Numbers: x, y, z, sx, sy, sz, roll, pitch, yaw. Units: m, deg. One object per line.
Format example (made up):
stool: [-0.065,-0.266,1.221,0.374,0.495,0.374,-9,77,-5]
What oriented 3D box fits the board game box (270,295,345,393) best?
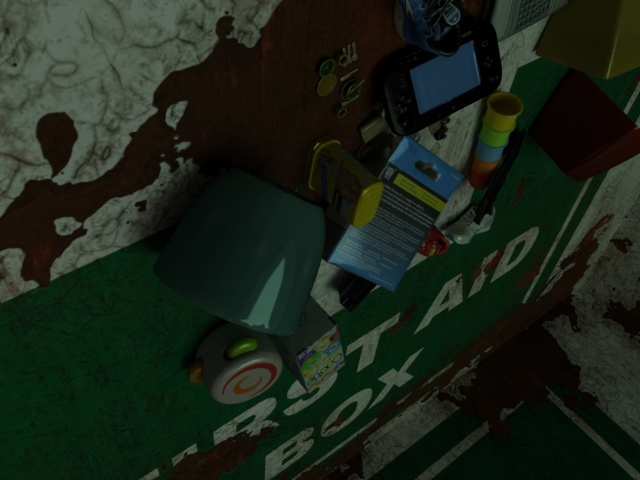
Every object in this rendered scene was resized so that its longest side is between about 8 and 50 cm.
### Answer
board game box: [-0.036,0.287,1.792,0.142,0.144,0.275,-36,150,-16]

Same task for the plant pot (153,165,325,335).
plant pot: [-0.125,0.003,1.193,0.293,0.293,0.235,16,101,-57]

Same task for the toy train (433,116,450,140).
toy train: [0.301,-0.307,1.579,0.036,0.027,0.158,-21,145,-17]

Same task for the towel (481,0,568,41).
towel: [0.487,-0.604,1.401,0.312,0.056,0.324,-30,147,-23]

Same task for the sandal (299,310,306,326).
sandal: [-0.099,0.118,1.558,0.086,0.120,0.303,-16,148,5]

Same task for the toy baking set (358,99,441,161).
toy baking set: [0.184,-0.271,1.477,0.256,0.030,0.197,-24,151,-23]

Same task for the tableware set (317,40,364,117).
tableware set: [0.040,-0.304,1.254,0.104,0.024,0.154,-35,150,-16]

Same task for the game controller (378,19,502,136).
game controller: [0.261,-0.350,1.377,0.319,0.067,0.166,-29,127,-20]

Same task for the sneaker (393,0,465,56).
sneaker: [0.192,-0.446,1.139,0.130,0.147,0.330,-46,150,3]

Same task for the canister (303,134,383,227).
canister: [0.047,-0.122,1.346,0.073,0.170,0.126,-24,145,-32]

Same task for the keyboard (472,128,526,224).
keyboard: [0.527,-0.175,1.919,0.317,0.033,0.201,-55,161,-26]

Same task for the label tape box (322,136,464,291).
label tape box: [0.156,-0.072,1.528,0.240,0.106,0.333,26,97,-39]

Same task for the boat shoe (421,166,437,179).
boat shoe: [0.213,-0.071,1.697,0.324,0.123,0.116,-43,-176,3]

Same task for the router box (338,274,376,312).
router box: [0.126,0.109,1.804,0.179,0.046,0.133,-48,-174,6]

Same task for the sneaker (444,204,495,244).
sneaker: [0.480,-0.059,2.070,0.229,0.087,0.092,-27,140,-41]

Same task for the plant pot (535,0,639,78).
plant pot: [0.707,-0.548,1.615,0.212,0.212,0.187,-24,133,-32]

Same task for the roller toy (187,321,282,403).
roller toy: [-0.205,0.296,1.590,0.209,0.146,0.191,-47,142,16]

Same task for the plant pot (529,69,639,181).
plant pot: [0.810,-0.331,1.975,0.236,0.267,0.267,-44,153,25]

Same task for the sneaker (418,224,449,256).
sneaker: [0.291,-0.004,1.856,0.279,0.118,0.107,-2,128,-51]

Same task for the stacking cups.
stacking cups: [0.475,-0.270,1.793,0.096,0.096,0.316,-33,154,-20]
